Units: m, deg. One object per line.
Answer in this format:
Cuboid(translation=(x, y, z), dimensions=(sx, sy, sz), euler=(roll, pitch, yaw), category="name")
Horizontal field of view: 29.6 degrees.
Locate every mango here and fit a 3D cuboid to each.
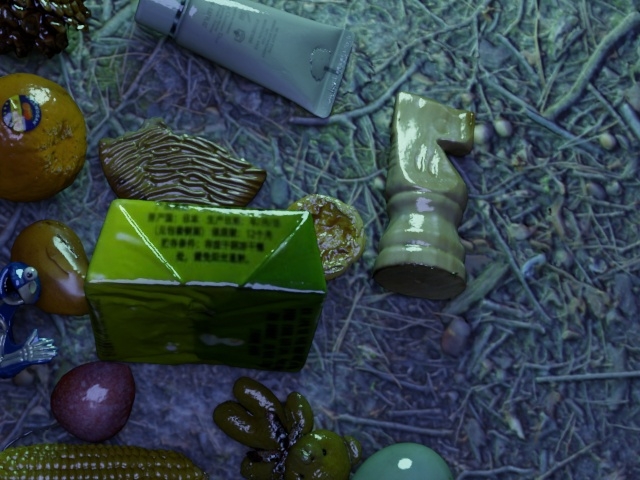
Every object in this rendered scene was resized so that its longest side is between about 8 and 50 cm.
Cuboid(translation=(-0.361, 0.037, 1.634), dimensions=(0.105, 0.084, 0.159), euler=(-29, 49, -17), category="mango")

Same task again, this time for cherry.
Cuboid(translation=(-0.334, 0.248, 1.625), dimensions=(0.107, 0.090, 0.225), euler=(41, 97, -18), category="cherry")

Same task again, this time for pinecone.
Cuboid(translation=(-0.410, -0.327, 1.696), dimensions=(0.174, 0.173, 0.173), euler=(1, 78, -6), category="pinecone")

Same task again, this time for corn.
Cuboid(translation=(-0.303, 0.319, 1.567), dimensions=(0.322, 0.119, 0.119), euler=(2, 78, -25), category="corn")

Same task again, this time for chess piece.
Cuboid(translation=(0.148, -0.073, 1.726), dimensions=(0.137, 0.137, 0.300), euler=(7, 67, -4), category="chess piece")

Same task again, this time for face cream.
Cuboid(translation=(-0.111, -0.296, 1.755), dimensions=(0.315, 0.089, 0.143), euler=(20, 76, -9), category="face cream")

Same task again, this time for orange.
Cuboid(translation=(-0.402, -0.138, 1.642), dimensions=(0.155, 0.178, 0.177), euler=(-6, 75, 36), category="orange")

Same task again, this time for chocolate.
Cuboid(translation=(-0.148, 0.063, 1.571), dimensions=(0.289, 0.301, 0.137), euler=(3, 66, -6), category="chocolate")

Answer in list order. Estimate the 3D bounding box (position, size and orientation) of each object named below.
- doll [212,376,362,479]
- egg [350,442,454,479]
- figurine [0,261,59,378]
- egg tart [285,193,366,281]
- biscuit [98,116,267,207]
Cuboid(translation=(-0.051, 0.274, 1.637), dimensions=(0.210, 0.097, 0.137), euler=(34, 83, 7), category="doll")
Cuboid(translation=(0.102, 0.361, 1.603), dimensions=(0.149, 0.149, 0.192), euler=(25, 77, 0), category="egg")
Cuboid(translation=(-0.462, 0.113, 1.597), dimensions=(0.262, 0.120, 0.164), euler=(-25, 100, 13), category="figurine")
Cuboid(translation=(0.000, 0.000, 1.718), dimensions=(0.131, 0.052, 0.130), euler=(1, 77, -6), category="egg tart")
Cuboid(translation=(-0.193, -0.101, 1.729), dimensions=(0.229, 0.031, 0.176), euler=(-12, 81, -8), category="biscuit")
